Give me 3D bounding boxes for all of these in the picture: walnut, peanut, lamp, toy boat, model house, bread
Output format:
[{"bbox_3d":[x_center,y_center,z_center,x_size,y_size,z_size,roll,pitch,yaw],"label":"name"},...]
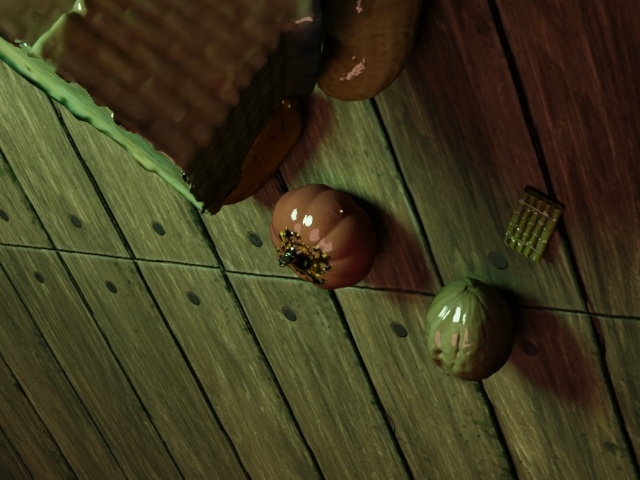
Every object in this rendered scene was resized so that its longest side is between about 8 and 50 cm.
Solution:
[{"bbox_3d":[0.222,0.133,1.819,0.140,0.140,0.162,19,152,30],"label":"walnut"},{"bbox_3d":[0.059,-0.283,1.562,0.253,0.137,0.122,95,164,-46],"label":"peanut"},{"bbox_3d":[0.000,0.000,1.893,0.182,0.140,0.182,26,145,20],"label":"lamp"},{"bbox_3d":[0.294,-0.022,1.691,0.063,0.016,0.115,31,142,17],"label":"toy boat"},{"bbox_3d":[-0.189,-0.319,1.468,0.445,0.400,0.395,37,177,5],"label":"model house"},{"bbox_3d":[-0.109,-0.158,1.877,0.344,0.124,0.084,-50,49,54],"label":"bread"}]
